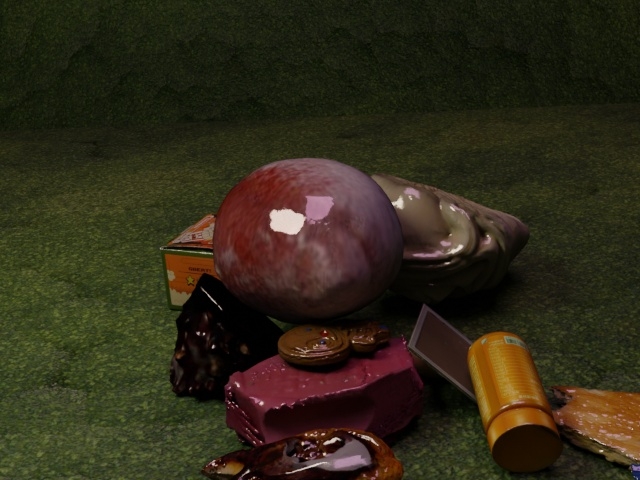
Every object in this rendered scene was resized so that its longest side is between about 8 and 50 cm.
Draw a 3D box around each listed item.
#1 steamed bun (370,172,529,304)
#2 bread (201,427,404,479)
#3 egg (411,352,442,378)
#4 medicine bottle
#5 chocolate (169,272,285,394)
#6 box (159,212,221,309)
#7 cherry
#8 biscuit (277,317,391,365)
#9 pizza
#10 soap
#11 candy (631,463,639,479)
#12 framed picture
[{"bbox_3d":[0.222,0.011,1.538,0.309,0.219,0.324,23,6,22],"label":"steamed bun"},{"bbox_3d":[-0.026,0.309,1.006,0.268,0.095,0.139,-16,18,8],"label":"bread"},{"bbox_3d":[0.183,0.190,1.274,0.083,0.071,0.071,-9,22,-4],"label":"egg"},{"bbox_3d":[0.269,0.222,1.104,0.096,0.096,0.192,-4,32,0],"label":"medicine bottle"},{"bbox_3d":[-0.167,0.190,1.296,0.206,0.177,0.224,39,4,-9],"label":"chocolate"},{"bbox_3d":[-0.197,0.044,1.597,0.177,0.148,0.195,6,24,21],"label":"box"},{"bbox_3d":[-0.003,0.008,1.311,0.326,0.291,0.335,5,-1,-45],"label":"cherry"},{"bbox_3d":[0.018,0.147,1.186,0.175,0.026,0.124,-11,18,-23],"label":"biscuit"},{"bbox_3d":[0.420,0.262,1.100,0.262,0.034,0.181,6,24,25],"label":"pizza"},{"bbox_3d":[0.003,0.233,1.152,0.289,0.112,0.182,-7,17,-5],"label":"soap"},{"bbox_3d":[0.455,0.347,0.838,0.187,0.077,0.331,5,26,6],"label":"candy"},{"bbox_3d":[0.217,0.188,1.214,0.183,0.011,0.142,39,28,-1],"label":"framed picture"}]
